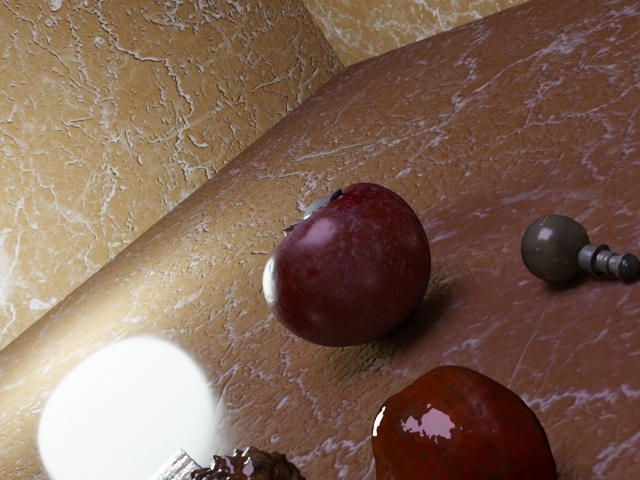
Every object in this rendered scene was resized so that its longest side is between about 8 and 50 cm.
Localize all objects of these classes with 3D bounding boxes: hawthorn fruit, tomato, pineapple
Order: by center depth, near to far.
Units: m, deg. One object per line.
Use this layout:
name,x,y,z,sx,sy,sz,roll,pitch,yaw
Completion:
hawthorn fruit,0.137,0.216,0.820,0.189,0.189,0.189,-31,18,11
pineapple,-0.107,0.328,0.989,0.193,0.166,0.166,-31,18,22
tomato,0.046,0.048,1.319,0.270,0.227,0.270,-39,-2,-2

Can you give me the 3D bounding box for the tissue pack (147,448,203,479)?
tissue pack,-0.266,0.430,1.148,0.325,0.071,0.170,-42,21,-19

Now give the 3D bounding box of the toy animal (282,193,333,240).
toy animal,0.000,0.000,1.672,0.179,0.138,0.166,-37,1,-22

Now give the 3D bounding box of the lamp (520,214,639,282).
lamp,0.340,0.020,1.117,0.091,0.091,0.163,-43,36,-24
